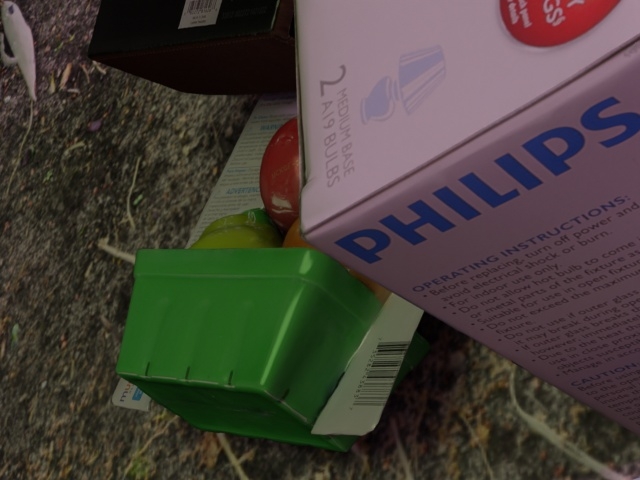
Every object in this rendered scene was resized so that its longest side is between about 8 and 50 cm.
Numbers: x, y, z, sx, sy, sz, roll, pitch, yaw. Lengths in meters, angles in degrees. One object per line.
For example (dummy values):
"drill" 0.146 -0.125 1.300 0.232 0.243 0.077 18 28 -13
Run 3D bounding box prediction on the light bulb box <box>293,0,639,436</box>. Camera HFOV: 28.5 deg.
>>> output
"light bulb box" 0.175 -0.116 0.745 0.225 0.361 0.358 -29 47 32

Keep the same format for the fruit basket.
"fruit basket" 0.000 0.000 1.053 0.327 0.165 0.353 -2 50 45

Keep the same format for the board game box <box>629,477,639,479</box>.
"board game box" 0.264 0.185 0.634 0.275 0.144 0.142 -25 49 33

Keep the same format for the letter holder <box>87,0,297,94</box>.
"letter holder" -0.034 -0.210 1.151 0.301 0.214 0.152 5 79 51
